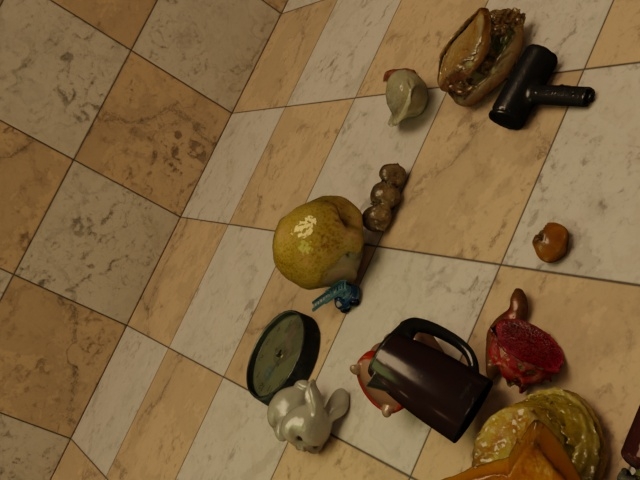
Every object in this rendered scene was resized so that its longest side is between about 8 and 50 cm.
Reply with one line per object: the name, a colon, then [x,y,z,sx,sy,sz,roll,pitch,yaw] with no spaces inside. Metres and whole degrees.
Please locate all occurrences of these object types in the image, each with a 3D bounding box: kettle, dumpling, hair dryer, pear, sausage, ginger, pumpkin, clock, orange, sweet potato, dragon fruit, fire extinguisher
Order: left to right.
clock: [-0.109,0.327,2.437,0.280,0.055,0.280,-39,34,33]
pear: [0.000,0.000,2.345,0.271,0.271,0.271,-39,35,34]
ginger: [0.173,-0.120,2.370,0.104,0.080,0.204,4,69,65]
sausage: [0.239,-0.505,2.667,0.042,0.036,0.158,-57,27,-11]
dumpling: [0.237,-0.400,2.490,0.166,0.126,0.216,-67,28,21]
kettle: [0.222,0.264,1.755,0.202,0.232,0.144,-50,-21,-22]
sweet potato: [0.374,0.189,1.782,0.202,0.058,0.055,-66,13,-8]
dragon fruit: [0.374,0.233,1.674,0.153,0.153,0.111,-110,38,-55]
pumpkin: [0.360,0.450,1.400,0.258,0.290,0.095,-46,-10,36]
hair dryer: [0.531,-0.345,2.020,0.251,0.089,0.197,24,82,52]
orange: [0.472,0.003,1.791,0.086,0.062,0.086,-36,40,36]
fire extinguisher: [0.549,0.291,1.372,0.105,0.105,0.269,10,73,60]

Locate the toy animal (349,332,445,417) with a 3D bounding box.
toy animal: [0.178,0.283,1.902,0.198,0.171,0.171,-33,33,5]

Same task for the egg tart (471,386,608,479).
egg tart: [0.364,0.385,1.546,0.294,0.123,0.294,-37,36,33]

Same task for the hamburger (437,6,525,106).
hamburger: [0.413,-0.488,2.263,0.286,0.146,0.243,-60,21,14]

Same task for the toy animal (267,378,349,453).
toy animal: [-0.038,0.427,2.156,0.193,0.127,0.178,-5,58,60]

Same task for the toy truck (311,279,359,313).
toy truck: [0.043,0.160,2.326,0.136,0.074,0.063,-40,35,35]
